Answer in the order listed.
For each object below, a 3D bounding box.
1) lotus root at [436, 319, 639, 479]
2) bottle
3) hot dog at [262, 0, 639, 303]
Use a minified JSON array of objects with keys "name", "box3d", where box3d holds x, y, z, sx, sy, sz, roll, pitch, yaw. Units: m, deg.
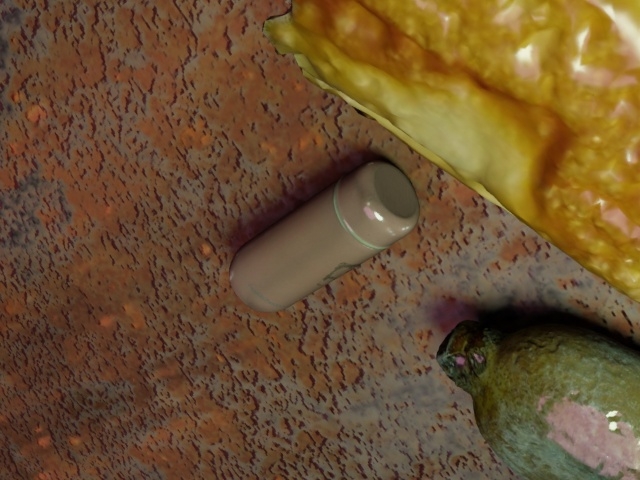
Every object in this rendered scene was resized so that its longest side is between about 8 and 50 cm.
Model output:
[{"name":"lotus root","box3d":[0.156,0.107,0.596,0.192,0.088,0.113,30,136,12]},{"name":"bottle","box3d":[0.000,0.000,0.643,0.140,0.053,0.053,-34,99,40]},{"name":"hot dog","box3d":[0.210,-0.101,0.368,0.365,0.196,0.367,39,137,7]}]
